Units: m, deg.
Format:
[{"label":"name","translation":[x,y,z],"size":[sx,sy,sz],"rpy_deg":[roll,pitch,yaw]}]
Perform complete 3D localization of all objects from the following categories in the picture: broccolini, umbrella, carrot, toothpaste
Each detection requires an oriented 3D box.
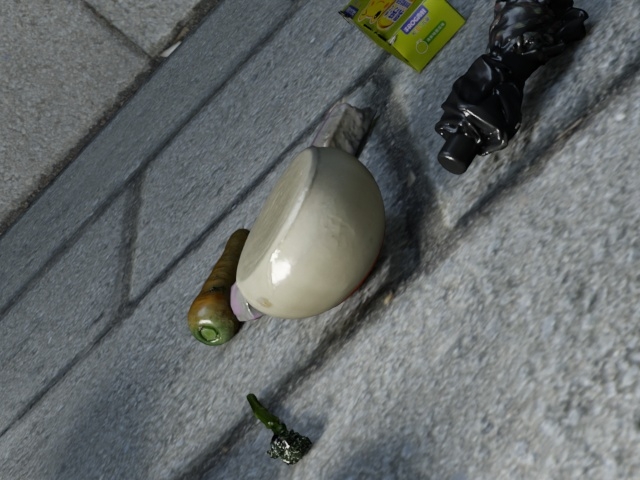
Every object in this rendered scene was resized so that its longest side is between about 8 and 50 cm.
[{"label":"broccolini","translation":[-0.055,0.219,1.523],"size":[0.042,0.044,0.218],"rpy_deg":[-65,16,4]},{"label":"umbrella","translation":[0.222,-0.197,1.549],"size":[0.122,0.110,0.272],"rpy_deg":[22,71,31]},{"label":"carrot","translation":[-0.138,0.049,1.915],"size":[0.078,0.078,0.298],"rpy_deg":[-39,20,28]},{"label":"toothpaste","translation":[0.126,-0.363,2.039],"size":[0.110,0.077,0.327],"rpy_deg":[-47,22,5]}]

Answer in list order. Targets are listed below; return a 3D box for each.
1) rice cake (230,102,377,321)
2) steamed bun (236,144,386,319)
[{"label":"rice cake","translation":[-0.029,-0.051,1.856],"size":[0.070,0.064,0.399],"rpy_deg":[-26,32,58]},{"label":"steamed bun","translation":[0.000,0.000,1.607],"size":[0.232,0.145,0.232],"rpy_deg":[-57,15,24]}]
